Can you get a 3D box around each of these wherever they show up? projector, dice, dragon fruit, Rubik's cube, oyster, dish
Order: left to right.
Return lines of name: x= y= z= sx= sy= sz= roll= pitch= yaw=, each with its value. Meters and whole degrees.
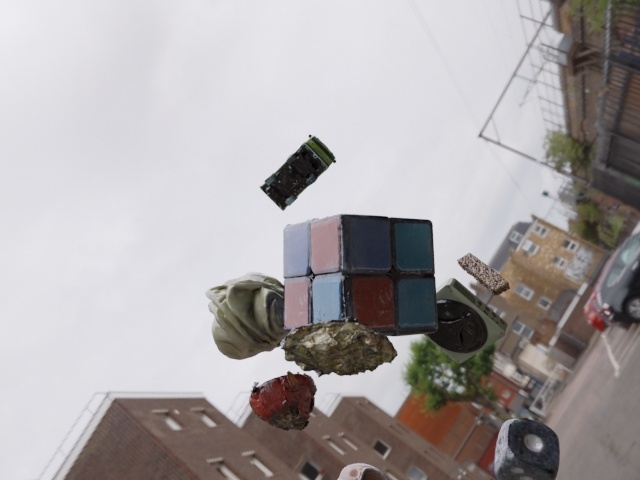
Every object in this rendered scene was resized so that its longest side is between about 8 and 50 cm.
dragon fruit: x=-0.105 y=0.526 z=1.869 sx=0.219 sy=0.148 sz=0.223 roll=-14 pitch=-35 yaw=-11
oyster: x=0.038 y=0.243 z=1.307 sx=0.198 sy=0.260 sz=0.092 roll=66 pitch=-163 yaw=-51
Rubik's cube: x=0.102 y=0.100 z=1.620 sx=0.316 sy=0.313 sz=0.318 roll=2 pitch=-97 yaw=-34
dish: x=0.140 y=0.763 z=1.796 sx=0.213 sy=0.213 sz=0.090 roll=-31 pitch=-23 yaw=-44
projector: x=0.461 y=0.284 z=2.048 sx=0.259 sy=0.257 sz=0.079 roll=-50 pitch=-1 yaw=44
dice: x=0.693 y=0.724 z=2.013 sx=0.181 sy=0.182 sz=0.183 roll=-65 pitch=-16 yaw=-47

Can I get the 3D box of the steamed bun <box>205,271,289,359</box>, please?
steamed bun: x=-0.201 y=0.236 z=1.887 sx=0.280 sy=0.207 sz=0.268 roll=-19 pitch=-87 yaw=-46

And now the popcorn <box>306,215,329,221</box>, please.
popcorn: x=0.000 y=0.000 z=2.041 sx=0.198 sy=0.198 sz=0.212 roll=-47 pitch=-43 yaw=-23

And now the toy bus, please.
toy bus: x=-0.049 y=-0.159 z=1.376 sx=0.175 sy=0.088 sz=0.101 roll=-40 pitch=7 yaw=35

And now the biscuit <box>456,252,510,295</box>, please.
biscuit: x=0.533 y=0.109 z=1.954 sx=0.064 sy=0.199 sz=0.034 roll=-31 pitch=-47 yaw=-10
